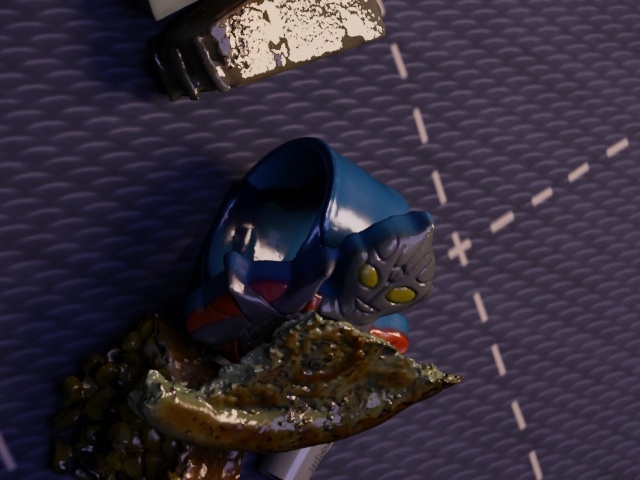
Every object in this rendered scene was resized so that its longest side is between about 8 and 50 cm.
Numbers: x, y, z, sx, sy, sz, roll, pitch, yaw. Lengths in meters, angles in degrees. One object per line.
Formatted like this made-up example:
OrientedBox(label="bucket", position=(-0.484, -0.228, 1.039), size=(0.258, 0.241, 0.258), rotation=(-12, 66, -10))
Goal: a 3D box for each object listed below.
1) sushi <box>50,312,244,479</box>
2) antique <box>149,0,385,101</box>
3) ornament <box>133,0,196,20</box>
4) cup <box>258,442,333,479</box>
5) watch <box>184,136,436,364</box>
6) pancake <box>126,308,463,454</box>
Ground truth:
OrientedBox(label="sushi", position=(-0.188, 0.235, 1.558), size=(0.179, 0.167, 0.296), rotation=(-1, 103, -50))
OrientedBox(label="antique", position=(-0.071, -0.258, 1.647), size=(0.284, 0.125, 0.150), rotation=(-33, 109, -31))
OrientedBox(label="ornament", position=(-0.213, -0.387, 1.541), size=(0.120, 0.130, 0.285), rotation=(-19, 102, -21))
OrientedBox(label="cup", position=(-0.018, 0.256, 1.736), size=(0.116, 0.074, 0.104), rotation=(-62, 150, -14))
OrientedBox(label="watch", position=(0.000, 0.000, 1.587), size=(0.241, 0.305, 0.274), rotation=(36, 33, -32))
OrientedBox(label="pancake", position=(-0.019, 0.159, 1.483), size=(0.377, 0.054, 0.197), rotation=(-9, 129, -20))
